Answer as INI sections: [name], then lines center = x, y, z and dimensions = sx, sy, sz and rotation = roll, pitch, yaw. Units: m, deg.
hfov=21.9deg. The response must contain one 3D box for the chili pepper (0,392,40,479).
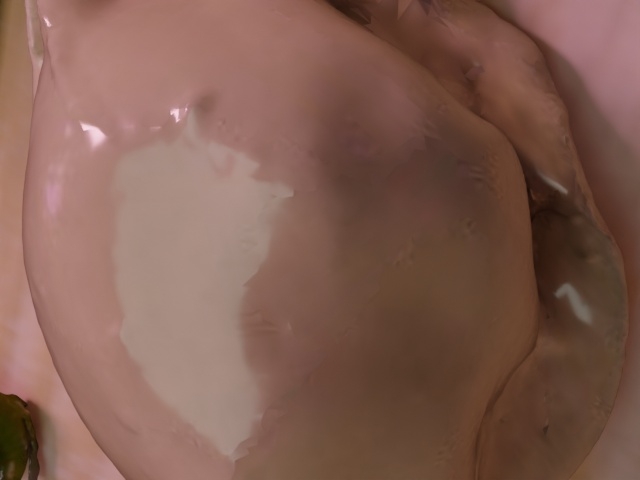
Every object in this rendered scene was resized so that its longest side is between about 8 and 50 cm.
[chili pepper]
center = -0.270, 0.115, 0.704
dimensions = 0.359, 0.076, 0.085
rotation = -17, 111, 35

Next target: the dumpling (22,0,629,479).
[dumpling]
center = 0.000, 0.000, 0.470
dimensions = 0.132, 0.162, 0.250
rotation = -10, 98, 69
